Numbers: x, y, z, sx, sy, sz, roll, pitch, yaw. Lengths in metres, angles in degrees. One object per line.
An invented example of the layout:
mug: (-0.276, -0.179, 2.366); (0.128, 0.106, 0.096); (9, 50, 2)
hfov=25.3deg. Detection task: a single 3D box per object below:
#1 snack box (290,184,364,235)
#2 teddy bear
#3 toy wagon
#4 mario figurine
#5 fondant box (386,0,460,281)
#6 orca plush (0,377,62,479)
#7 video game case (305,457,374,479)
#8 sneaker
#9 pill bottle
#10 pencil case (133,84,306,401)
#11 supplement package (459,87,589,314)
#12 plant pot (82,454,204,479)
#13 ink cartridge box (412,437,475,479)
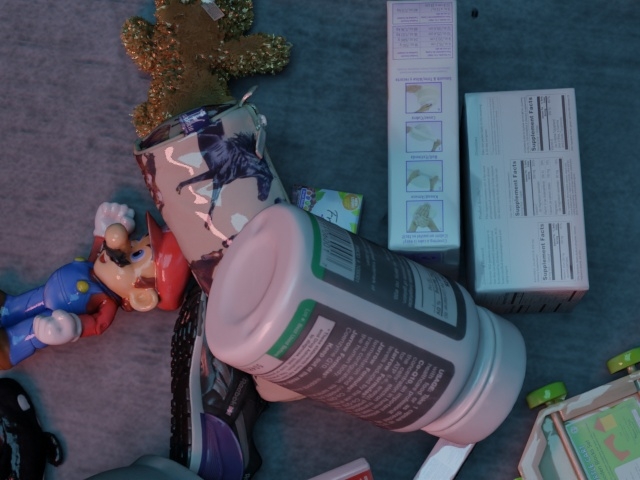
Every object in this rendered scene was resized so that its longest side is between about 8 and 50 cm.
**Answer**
snack box: (0.000, 0.000, 1.982); (0.100, 0.037, 0.141); (9, 80, 7)
teddy bear: (-0.170, -0.284, 2.036); (0.245, 0.113, 0.338); (-13, 70, -5)
toy wagon: (0.363, 0.308, 1.869); (0.344, 0.068, 0.267); (-23, 77, 1)
mario figurine: (-0.323, 0.043, 1.938); (0.320, 0.170, 0.198); (-24, 73, 2)
fondant box: (0.137, -0.125, 1.893); (0.096, 0.238, 0.330); (-2, 78, 5)
orca plush: (-0.442, 0.326, 1.922); (0.151, 0.102, 0.287); (11, 80, 8)
video game case: (0.001, 0.430, 1.798); (0.204, 0.025, 0.285); (-21, 115, -10)
sneaker: (-0.133, 0.194, 1.940); (0.124, 0.107, 0.283); (8, 70, -22)
pill bottle: (0.060, 0.112, 1.726); (0.361, 0.204, 0.204); (26, 80, -27)
pencil case: (-0.081, 0.012, 1.870); (0.183, 0.160, 0.410); (-24, 98, 26)
supplement package: (0.262, -0.044, 1.881); (0.145, 0.204, 0.262); (-2, 78, 3)
plant pot: (-0.223, 0.399, 1.817); (0.293, 0.293, 0.196); (32, 56, 11)
ink cartridge box: (0.156, 0.303, 1.874); (0.046, 0.097, 0.207); (33, 84, 10)
